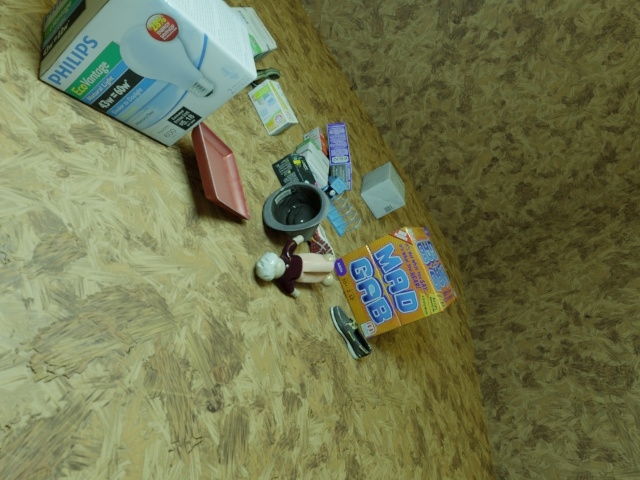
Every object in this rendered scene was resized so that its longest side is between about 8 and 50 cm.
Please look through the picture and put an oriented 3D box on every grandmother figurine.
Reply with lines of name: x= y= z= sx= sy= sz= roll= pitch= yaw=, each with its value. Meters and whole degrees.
grandmother figurine: x=-0.081 y=0.086 z=1.430 sx=0.342 sy=0.104 sz=0.208 roll=4 pitch=81 yaw=-53

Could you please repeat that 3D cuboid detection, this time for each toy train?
toy train: x=0.053 y=-0.251 z=1.991 sx=0.080 sy=0.105 sz=0.184 roll=46 pitch=3 yaw=-19

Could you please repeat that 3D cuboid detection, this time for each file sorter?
file sorter: x=0.101 y=-0.131 z=2.020 sx=0.170 sy=0.104 sz=0.118 roll=56 pitch=25 yaw=-14

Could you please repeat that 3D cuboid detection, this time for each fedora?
fedora: x=-0.080 y=-0.086 z=1.549 sx=0.275 sy=0.243 sz=0.124 roll=-108 pitch=-175 yaw=-46

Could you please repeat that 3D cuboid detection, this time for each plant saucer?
plant saucer: x=-0.304 y=-0.199 z=1.296 sx=0.259 sy=0.047 sz=0.259 roll=46 pitch=26 yaw=-75

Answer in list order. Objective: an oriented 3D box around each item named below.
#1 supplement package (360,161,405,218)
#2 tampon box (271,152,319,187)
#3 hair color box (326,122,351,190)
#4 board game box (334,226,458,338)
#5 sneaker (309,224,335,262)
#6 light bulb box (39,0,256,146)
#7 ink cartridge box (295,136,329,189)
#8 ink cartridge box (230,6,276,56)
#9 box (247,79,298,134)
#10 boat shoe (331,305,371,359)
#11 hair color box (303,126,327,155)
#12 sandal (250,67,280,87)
supplement package: x=0.385 y=-0.310 z=2.620 sx=0.198 sy=0.199 sz=0.263 roll=52 pitch=27 yaw=-22
tampon box: x=-0.101 y=-0.264 z=1.763 sx=0.161 sy=0.101 sz=0.120 roll=64 pitch=26 yaw=1
hair color box: x=0.096 y=-0.433 z=2.213 sx=0.185 sy=0.110 sz=0.339 roll=83 pitch=4 yaw=-50
board game box: x=0.333 y=0.173 z=1.873 sx=0.356 sy=0.356 sz=0.357 roll=-3 pitch=68 yaw=-63
sneaker: x=0.000 y=0.000 z=1.719 sx=0.225 sy=0.088 sz=0.092 roll=64 pitch=24 yaw=1
light bulb box: x=-0.419 y=-0.482 z=1.069 sx=0.361 sy=0.357 sz=0.225 roll=24 pitch=44 yaw=-52
ink cartridge box: x=-0.041 y=-0.345 z=1.967 sx=0.160 sy=0.092 sz=0.219 roll=49 pitch=29 yaw=-29
ink cartridge box: x=-0.336 y=-0.911 z=1.918 sx=0.211 sy=0.121 sz=0.289 roll=55 pitch=26 yaw=-16
box: x=-0.203 y=-0.571 z=1.854 sx=0.203 sy=0.114 sz=0.103 roll=63 pitch=25 yaw=-2
boat shoe: x=0.118 y=0.342 z=1.634 sx=0.228 sy=0.068 sz=0.081 roll=61 pitch=25 yaw=-5
hair color box: x=-0.026 y=-0.471 z=2.119 sx=0.053 sy=0.093 sz=0.167 roll=35 pitch=37 yaw=-46
sandal: x=-0.270 y=-0.708 z=1.893 sx=0.303 sy=0.120 sz=0.086 roll=-53 pitch=141 yaw=-61
